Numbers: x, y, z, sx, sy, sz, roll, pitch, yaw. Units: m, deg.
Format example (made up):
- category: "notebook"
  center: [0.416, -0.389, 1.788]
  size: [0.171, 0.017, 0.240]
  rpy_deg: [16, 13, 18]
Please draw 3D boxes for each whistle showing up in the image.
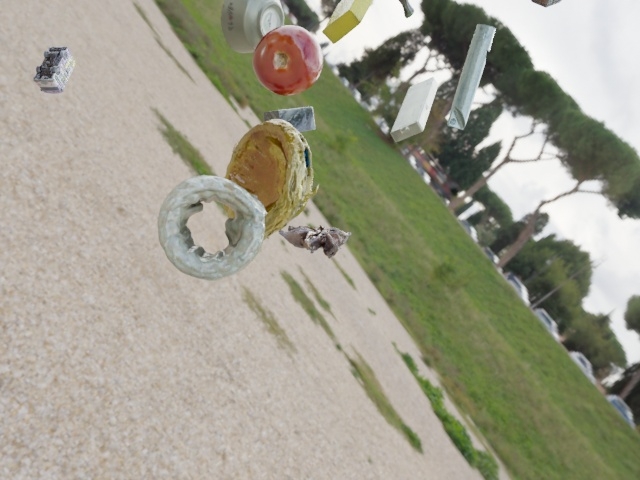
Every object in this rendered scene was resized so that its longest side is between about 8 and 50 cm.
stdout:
- category: "whistle"
  center: [0.452, -0.491, 1.847]
  size: [0.062, 0.312, 0.062]
  rpy_deg: [16, 9, -3]

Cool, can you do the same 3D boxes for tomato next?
- category: "tomato"
  center: [-0.088, -0.498, 1.703]
  size: [0.195, 0.195, 0.136]
  rpy_deg: [51, 19, -4]

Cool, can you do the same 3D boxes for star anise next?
- category: "star anise"
  center: [-0.017, -0.003, 1.592]
  size: [0.171, 0.063, 0.208]
  rpy_deg: [11, 13, 9]

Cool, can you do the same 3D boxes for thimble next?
- category: "thimble"
  center: [-0.282, -0.037, 1.651]
  size: [0.291, 0.291, 0.195]
  rpy_deg: [51, -2, -8]

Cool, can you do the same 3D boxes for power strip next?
- category: "power strip"
  center: [0.324, -0.453, 2.082]
  size: [0.043, 0.106, 0.367]
  rpy_deg: [55, 37, -26]

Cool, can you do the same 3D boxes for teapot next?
- category: "teapot"
  center: [0.223, -0.657, 1.661]
  size: [0.111, 0.043, 0.043]
  rpy_deg: [52, 3, -46]

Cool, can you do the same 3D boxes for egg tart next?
- category: "egg tart"
  center: [-0.151, -0.178, 1.908]
  size: [0.169, 0.388, 0.388]
  rpy_deg: [15, 32, -48]

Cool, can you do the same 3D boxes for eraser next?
- category: "eraser"
  center: [0.064, -0.515, 1.389]
  size: [0.045, 0.097, 0.122]
  rpy_deg: [42, 51, -23]

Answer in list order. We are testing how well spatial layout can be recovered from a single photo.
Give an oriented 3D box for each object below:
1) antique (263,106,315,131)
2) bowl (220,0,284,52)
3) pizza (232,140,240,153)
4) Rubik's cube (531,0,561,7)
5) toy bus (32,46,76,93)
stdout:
- category: "antique"
  center: [-0.105, -0.428, 2.198]
  size: [0.088, 0.183, 0.086]
  rpy_deg: [5, -73, 45]
- category: "bowl"
  center: [-0.184, -0.657, 1.826]
  size: [0.112, 0.211, 0.211]
  rpy_deg: [21, -12, 29]
- category: "pizza"
  center: [-0.215, -0.310, 2.216]
  size: [0.226, 0.069, 0.147]
  rpy_deg: [24, 24, 13]
- category: "Rubik's cube"
  center: [0.549, -0.619, 1.474]
  size: [0.093, 0.111, 0.111]
  rpy_deg: [1, -36, 42]
- category: "toy bus"
  center: [-0.575, -0.367, 1.328]
  size: [0.058, 0.052, 0.102]
  rpy_deg: [77, 18, -57]
